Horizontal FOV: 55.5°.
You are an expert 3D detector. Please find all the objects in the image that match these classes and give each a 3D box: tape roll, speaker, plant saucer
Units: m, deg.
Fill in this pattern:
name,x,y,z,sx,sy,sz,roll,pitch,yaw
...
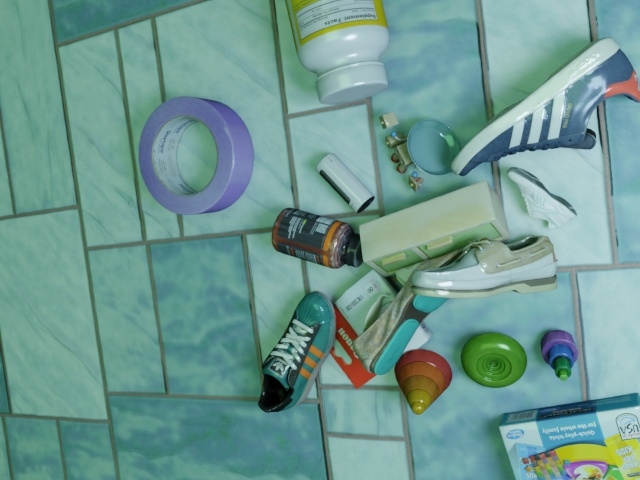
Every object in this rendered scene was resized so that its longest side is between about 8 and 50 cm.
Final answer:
name,x,y,z,sx,sy,sz,roll,pitch,yaw
tape roll,-0.297,-0.199,1.446,0.275,0.090,0.275,3,96,25
speaker,0.054,-0.123,1.306,0.136,0.055,0.055,48,113,13
plant saucer,0.221,-0.181,1.204,0.119,0.119,0.021,67,158,4

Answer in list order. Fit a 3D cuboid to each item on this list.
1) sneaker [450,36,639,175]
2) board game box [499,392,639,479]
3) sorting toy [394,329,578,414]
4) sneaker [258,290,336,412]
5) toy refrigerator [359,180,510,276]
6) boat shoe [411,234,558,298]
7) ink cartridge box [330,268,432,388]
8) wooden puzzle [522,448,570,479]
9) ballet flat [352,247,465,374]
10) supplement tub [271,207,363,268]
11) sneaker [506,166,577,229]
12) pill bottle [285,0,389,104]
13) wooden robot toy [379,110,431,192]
name,x,y,z,sx,sy,sz,roll,pitch,yaw
sneaker,0.402,-0.196,1.095,0.350,0.131,0.148,-37,93,31
board game box,0.514,0.478,1.141,0.254,0.079,0.336,-19,88,26
sorting toy,0.309,0.267,1.170,0.365,0.126,0.127,-17,110,23
sneaker,-0.057,0.258,1.354,0.108,0.121,0.302,27,110,27
toy refrigerator,0.220,-0.014,1.195,0.269,0.102,0.094,-19,59,26
boat shoe,0.296,0.046,1.107,0.113,0.302,0.103,-172,79,-65
ink cartridge box,0.099,0.198,1.322,0.232,0.066,0.189,-41,78,19
wooden puzzle,0.421,0.419,1.130,0.083,0.006,0.049,-29,83,26
ballet flat,0.169,0.120,1.207,0.316,0.107,0.106,-51,49,6
supplement tub,0.000,0.000,1.317,0.198,0.106,0.106,17,103,23
sneaker,0.400,-0.076,1.131,0.152,0.054,0.061,39,121,-3
pill bottle,0.030,-0.452,1.205,0.188,0.188,0.334,-12,91,26
wooden robot toy,0.187,-0.188,1.242,0.079,0.076,0.173,-25,84,-10
